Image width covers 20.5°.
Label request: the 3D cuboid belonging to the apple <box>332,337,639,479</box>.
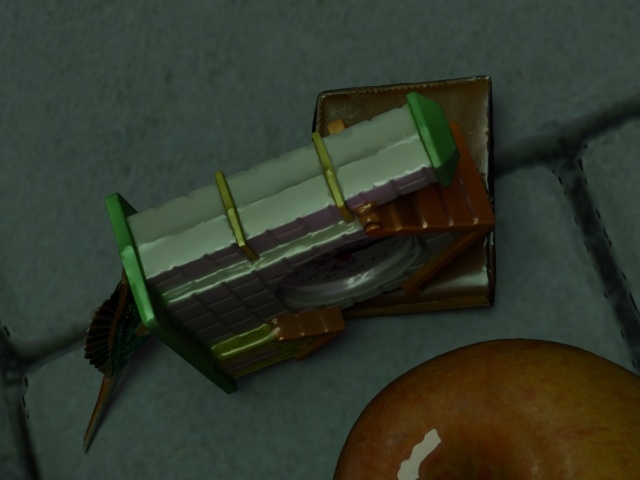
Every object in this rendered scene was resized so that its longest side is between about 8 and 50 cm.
[{"bbox_3d":[0.139,0.206,1.210,0.299,0.275,0.299,-7,69,19],"label":"apple"}]

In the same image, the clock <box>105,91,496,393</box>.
[{"bbox_3d":[0.000,0.000,1.318,0.255,0.220,0.106,-22,69,6],"label":"clock"}]

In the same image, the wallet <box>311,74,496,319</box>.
[{"bbox_3d":[0.068,-0.034,1.437,0.161,0.042,0.195,-6,74,20],"label":"wallet"}]

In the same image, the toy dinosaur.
[{"bbox_3d":[-0.164,0.075,1.421,0.044,0.106,0.187,30,80,22],"label":"toy dinosaur"}]
